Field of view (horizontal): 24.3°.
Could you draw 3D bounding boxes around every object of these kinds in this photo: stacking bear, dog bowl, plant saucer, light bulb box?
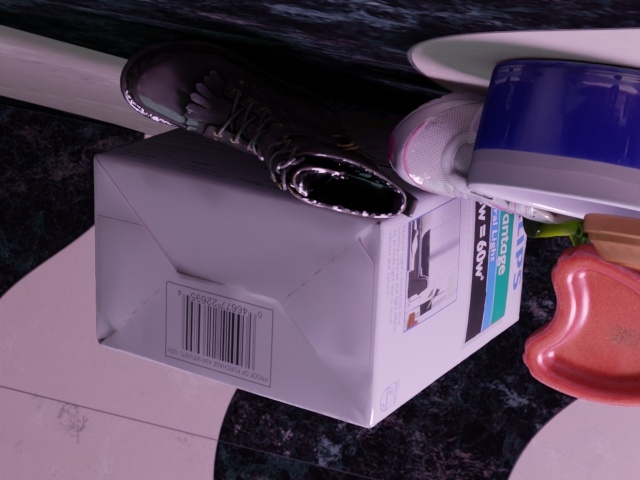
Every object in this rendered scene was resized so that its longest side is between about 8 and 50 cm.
[{"bbox_3d":[0.337,0.020,1.494,0.164,0.175,0.289,24,-139,12],"label":"stacking bear"},{"bbox_3d":[0.259,-0.068,1.216,0.265,0.104,0.265,12,180,0],"label":"dog bowl"},{"bbox_3d":[0.309,0.015,1.202,0.200,0.037,0.200,11,180,0],"label":"plant saucer"},{"bbox_3d":[0.000,0.000,1.634,0.358,0.225,0.361,14,-158,29],"label":"light bulb box"}]

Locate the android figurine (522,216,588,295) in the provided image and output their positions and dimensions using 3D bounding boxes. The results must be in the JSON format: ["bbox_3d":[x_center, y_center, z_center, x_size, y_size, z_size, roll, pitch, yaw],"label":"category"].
[{"bbox_3d":[0.367,-0.001,1.650,0.273,0.248,0.056,-5,141,-19],"label":"android figurine"}]

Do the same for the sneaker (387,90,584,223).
[{"bbox_3d":[0.190,-0.074,1.394,0.252,0.103,0.111,4,-161,-5],"label":"sneaker"}]

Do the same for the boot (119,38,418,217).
[{"bbox_3d":[-0.051,-0.103,1.409,0.263,0.091,0.229,14,-162,-20],"label":"boot"}]
